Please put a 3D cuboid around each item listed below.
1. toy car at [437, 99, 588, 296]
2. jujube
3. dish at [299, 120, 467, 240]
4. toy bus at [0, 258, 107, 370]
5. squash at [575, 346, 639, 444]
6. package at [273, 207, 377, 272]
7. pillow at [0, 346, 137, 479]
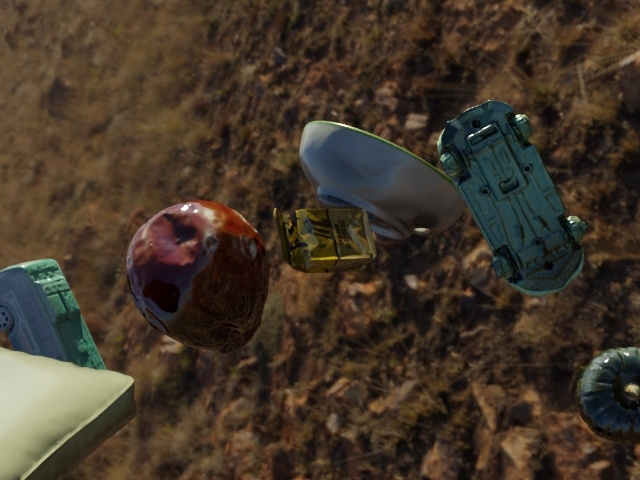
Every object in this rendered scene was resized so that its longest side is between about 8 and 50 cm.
[{"bbox_3d":[0.173,-0.035,0.757,0.093,0.186,0.058,-29,5,-1],"label":"toy car"},{"bbox_3d":[-0.136,0.056,0.999,0.168,0.236,0.168,-7,53,9],"label":"jujube"},{"bbox_3d":[0.091,-0.079,1.473,0.124,0.324,0.324,-63,26,-7],"label":"dish"},{"bbox_3d":[-0.382,0.151,1.177,0.109,0.091,0.262,-29,85,25],"label":"toy bus"},{"bbox_3d":[0.656,0.329,1.755,0.218,0.172,0.218,-14,47,16],"label":"squash"},{"bbox_3d":[0.000,0.000,0.980,0.047,0.131,0.071,-44,54,53],"label":"package"},{"bbox_3d":[-0.354,0.199,0.777,0.322,0.255,0.120,-48,-38,-65],"label":"pillow"}]
